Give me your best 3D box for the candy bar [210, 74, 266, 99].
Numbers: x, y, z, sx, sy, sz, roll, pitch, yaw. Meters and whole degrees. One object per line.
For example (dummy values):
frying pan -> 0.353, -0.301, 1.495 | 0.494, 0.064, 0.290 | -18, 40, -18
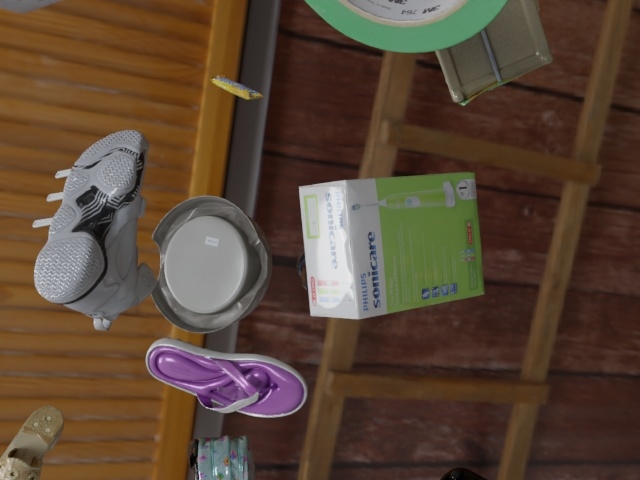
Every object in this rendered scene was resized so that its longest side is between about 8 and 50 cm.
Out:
candy bar -> -0.176, -0.320, 1.842 | 0.040, 0.018, 0.161 | -16, -147, -35

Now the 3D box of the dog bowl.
dog bowl -> -0.280, 0.063, 2.259 | 0.348, 0.349, 0.102 | 9, 179, 24

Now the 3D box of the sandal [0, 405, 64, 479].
sandal -> -0.487, 0.359, 1.413 | 0.088, 0.240, 0.079 | 18, 138, 1

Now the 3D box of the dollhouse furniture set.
dollhouse furniture set -> 0.248, -0.407, 1.489 | 0.197, 0.302, 0.151 | -24, -163, -6

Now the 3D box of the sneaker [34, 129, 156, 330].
sneaker -> -0.388, -0.015, 1.632 | 0.137, 0.366, 0.210 | 6, 151, 21

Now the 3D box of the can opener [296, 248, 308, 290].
can opener -> 0.000, 0.000, 1.596 | 0.059, 0.186, 0.073 | 3, -158, -30

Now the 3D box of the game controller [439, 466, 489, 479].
game controller -> 0.224, 0.592, 1.735 | 0.067, 0.319, 0.166 | 49, 162, -17

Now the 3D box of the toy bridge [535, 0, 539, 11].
toy bridge -> 0.398, -0.388, 1.725 | 0.026, 0.063, 0.188 | 3, 145, -1

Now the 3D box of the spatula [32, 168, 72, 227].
spatula -> -0.499, -0.092, 1.749 | 0.242, 0.168, 0.019 | -5, 150, 46

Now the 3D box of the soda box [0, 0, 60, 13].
soda box -> -0.319, -0.331, 1.040 | 0.216, 0.069, 0.074 | -3, 176, 36

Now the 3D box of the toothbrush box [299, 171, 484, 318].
toothbrush box -> 0.119, 0.002, 1.393 | 0.283, 0.206, 0.122 | -8, -177, -39

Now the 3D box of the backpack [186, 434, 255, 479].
backpack -> -0.172, 0.410, 1.545 | 0.115, 0.152, 0.182 | -11, 145, -7

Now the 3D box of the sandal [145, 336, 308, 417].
sandal -> -0.238, 0.351, 2.114 | 0.416, 0.170, 0.102 | 10, -155, 13

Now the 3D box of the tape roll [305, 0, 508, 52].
tape roll -> 0.101, -0.391, 1.094 | 0.321, 0.321, 0.077 | 14, -132, 13
